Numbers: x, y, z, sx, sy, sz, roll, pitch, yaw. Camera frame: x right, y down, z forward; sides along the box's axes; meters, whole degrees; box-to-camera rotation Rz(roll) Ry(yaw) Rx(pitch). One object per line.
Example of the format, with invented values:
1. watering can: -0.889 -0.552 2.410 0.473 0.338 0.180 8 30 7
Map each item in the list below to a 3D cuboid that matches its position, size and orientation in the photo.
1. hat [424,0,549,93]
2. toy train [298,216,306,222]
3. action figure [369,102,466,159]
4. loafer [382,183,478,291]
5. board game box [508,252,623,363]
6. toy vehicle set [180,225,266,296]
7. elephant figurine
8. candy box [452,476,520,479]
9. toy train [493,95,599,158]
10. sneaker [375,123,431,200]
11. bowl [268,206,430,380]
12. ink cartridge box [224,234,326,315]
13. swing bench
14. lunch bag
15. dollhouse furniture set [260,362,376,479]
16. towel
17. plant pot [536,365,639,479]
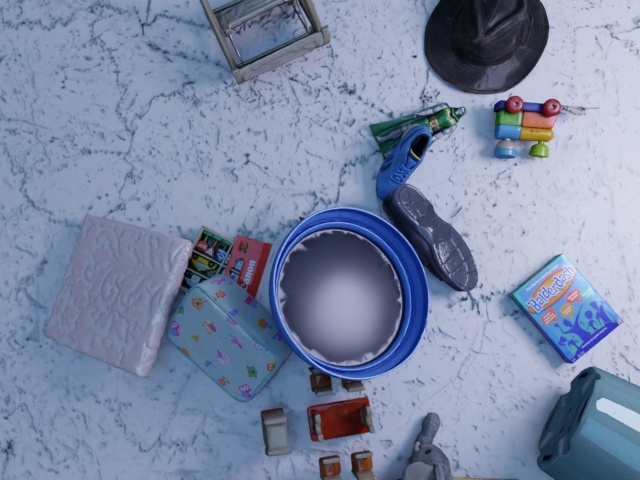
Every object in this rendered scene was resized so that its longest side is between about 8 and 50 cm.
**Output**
1. hat: 0.423 -0.536 1.401 0.331 0.134 0.331 0 83 2
2. toy train: 0.000 0.000 1.412 0.158 0.027 0.036 43 98 6
3. action figure: 0.255 -0.277 1.412 0.232 0.063 0.137 -26 93 3
4. loafer: 0.263 -0.001 1.376 0.109 0.095 0.302 -39 94 -30
5. board game box: 0.580 0.160 1.352 0.160 0.047 0.210 -39 82 -2
6. toy vehicle set: -0.212 0.093 1.405 0.267 0.035 0.166 25 85 5
7. elephant figurine: 0.231 0.537 1.263 0.239 0.169 0.186 -42 80 0
8. candy box: 0.362 0.608 1.320 0.206 0.027 0.105 0 80 3
9. toy train: 0.546 -0.265 1.383 0.248 0.105 0.143 6 94 3
10. sneaker: 0.197 -0.181 1.364 0.069 0.082 0.209 25 111 -14
11. bowl: 0.065 0.119 1.290 0.391 0.077 0.391 8 71 -22
12. ink cartridge box: -0.120 0.102 1.355 0.232 0.066 0.189 17 84 0
13. swing bench: -0.140 -0.543 1.419 0.253 0.165 0.254 -24 88 -1
14. lunch bag: -0.215 0.226 1.319 0.279 0.108 0.224 41 124 9
15. dollhouse furniture set: -0.006 0.427 1.330 0.259 0.135 0.262 -6 83 -9
16. towel: -0.487 0.124 1.371 0.317 0.053 0.331 14 83 21
17. plant pot: 0.667 0.457 1.189 0.334 0.341 0.341 28 85 14
